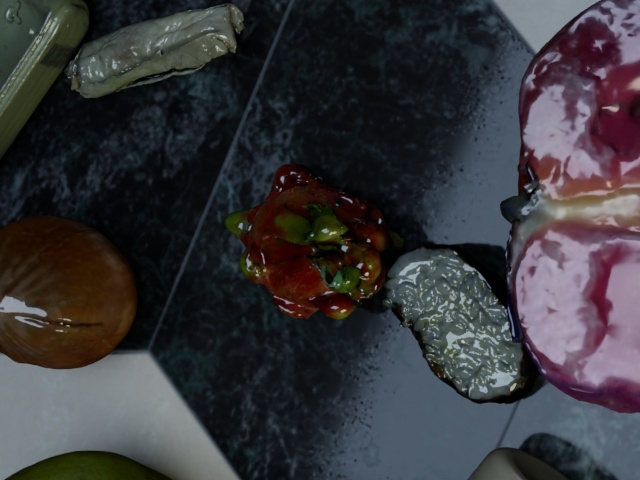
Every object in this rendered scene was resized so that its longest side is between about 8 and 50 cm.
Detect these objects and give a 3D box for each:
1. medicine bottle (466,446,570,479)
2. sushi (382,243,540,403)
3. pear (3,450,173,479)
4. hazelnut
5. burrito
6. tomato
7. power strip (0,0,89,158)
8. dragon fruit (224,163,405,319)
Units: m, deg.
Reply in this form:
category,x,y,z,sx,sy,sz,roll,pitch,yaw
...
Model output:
category,x,y,z,sx,sy,sz,roll,pitch,yaw
medicine bottle,0.120,0.298,1.575,0.114,0.114,0.252,38,104,17
sushi,0.123,0.068,1.589,0.090,0.078,0.150,-43,75,10
pear,-0.207,0.287,1.655,0.269,0.212,0.212,-3,90,15
hazelnut,-0.244,0.045,1.701,0.150,0.150,0.150,0,91,22
burrito,-0.153,-0.168,1.715,0.188,0.045,0.058,-12,60,24
tomato,0.288,-0.023,1.473,0.290,0.176,0.334,1,86,9
power strip,-0.328,-0.113,1.776,0.092,0.066,0.387,43,107,23
dragon fruit,0.000,0.000,1.629,0.142,0.175,0.138,-16,95,-9
